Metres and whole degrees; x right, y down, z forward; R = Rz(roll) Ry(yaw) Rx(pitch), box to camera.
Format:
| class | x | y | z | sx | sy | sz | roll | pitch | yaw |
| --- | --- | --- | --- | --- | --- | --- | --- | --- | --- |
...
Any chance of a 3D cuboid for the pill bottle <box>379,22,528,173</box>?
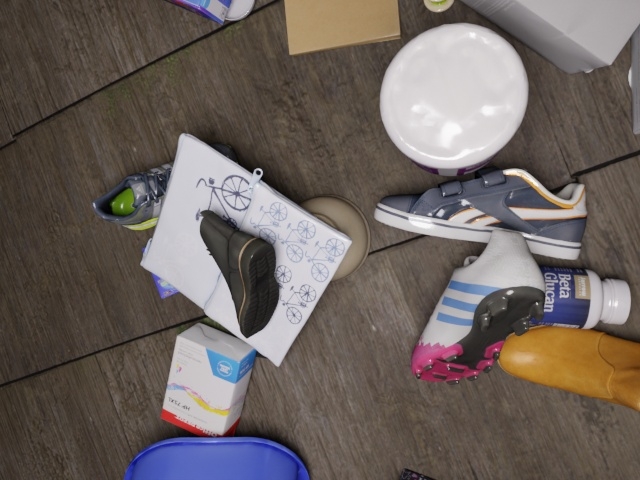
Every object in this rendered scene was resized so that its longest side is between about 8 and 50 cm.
| class | x | y | z | sx | sy | sz | roll | pitch | yaw |
| --- | --- | --- | --- | --- | --- | --- | --- | --- | --- |
| pill bottle | 0.186 | -0.177 | 0.705 | 0.170 | 0.301 | 0.169 | 1 | 95 | 15 |

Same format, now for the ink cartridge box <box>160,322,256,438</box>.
| class | x | y | z | sx | sy | sz | roll | pitch | yaw |
| --- | --- | --- | --- | --- | --- | --- | --- | --- | --- |
| ink cartridge box | -0.218 | 0.291 | 0.956 | 0.134 | 0.078 | 0.230 | 19 | 107 | 13 |

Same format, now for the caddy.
| class | x | y | z | sx | sy | sz | roll | pitch | yaw |
| --- | --- | --- | --- | --- | --- | --- | --- | --- | --- |
| caddy | -0.190 | 0.473 | 0.904 | 0.342 | 0.179 | 0.241 | 2 | 117 | -3 |

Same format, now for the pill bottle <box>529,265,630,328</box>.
| class | x | y | z | sx | sy | sz | roll | pitch | yaw |
| --- | --- | --- | --- | --- | --- | --- | --- | --- | --- |
| pill bottle | 0.379 | 0.088 | 0.780 | 0.170 | 0.094 | 0.094 | 4 | 95 | 13 |

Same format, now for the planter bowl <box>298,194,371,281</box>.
| class | x | y | z | sx | sy | sz | roll | pitch | yaw |
| --- | --- | --- | --- | --- | --- | --- | --- | --- | --- |
| planter bowl | 0.000 | 0.000 | 0.870 | 0.162 | 0.109 | 0.161 | 1 | 95 | 14 |

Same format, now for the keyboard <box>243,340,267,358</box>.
| class | x | y | z | sx | sy | sz | roll | pitch | yaw |
| --- | --- | --- | --- | --- | --- | --- | --- | --- | --- |
| keyboard | -0.117 | 0.137 | 0.958 | 0.108 | 0.023 | 0.180 | 6 | 95 | 9 |

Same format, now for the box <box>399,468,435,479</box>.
| class | x | y | z | sx | sy | sz | roll | pitch | yaw |
| --- | --- | --- | --- | --- | --- | --- | --- | --- | --- |
| box | 0.161 | 0.553 | 0.841 | 0.142 | 0.163 | 0.247 | 16 | 98 | 17 |

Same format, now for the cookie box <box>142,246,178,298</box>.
| class | x | y | z | sx | sy | sz | roll | pitch | yaw |
| --- | --- | --- | --- | --- | --- | --- | --- | --- | --- |
| cookie box | -0.287 | 0.048 | 0.986 | 0.092 | 0.040 | 0.107 | -21 | 89 | 16 |

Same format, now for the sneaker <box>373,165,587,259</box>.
| class | x | y | z | sx | sy | sz | roll | pitch | yaw |
| --- | --- | --- | --- | --- | --- | --- | --- | --- | --- |
| sneaker | 0.252 | -0.060 | 0.791 | 0.322 | 0.126 | 0.127 | 9 | 101 | 4 |

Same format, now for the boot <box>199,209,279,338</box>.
| class | x | y | z | sx | sy | sz | roll | pitch | yaw |
| --- | --- | --- | --- | --- | --- | --- | --- | --- | --- |
| boot | -0.138 | 0.052 | 0.811 | 0.137 | 0.077 | 0.197 | 33 | 130 | 29 |

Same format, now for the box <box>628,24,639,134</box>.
| class | x | y | z | sx | sy | sz | roll | pitch | yaw |
| --- | --- | --- | --- | --- | --- | --- | --- | --- | --- |
| box | 0.550 | -0.252 | 0.695 | 0.182 | 0.119 | 0.180 | -2 | 94 | 15 |

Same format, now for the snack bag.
| class | x | y | z | sx | sy | sz | roll | pitch | yaw |
| --- | --- | --- | --- | --- | --- | --- | --- | --- | --- |
| snack bag | -0.150 | 0.022 | 0.853 | 0.343 | 0.037 | 0.323 | 35 | 124 | 8 |

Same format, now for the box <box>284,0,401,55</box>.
| class | x | y | z | sx | sy | sz | roll | pitch | yaw |
| --- | --- | --- | --- | --- | --- | --- | --- | --- | --- |
| box | 0.034 | -0.421 | 0.873 | 0.202 | 0.021 | 0.164 | -4 | 93 | 15 |

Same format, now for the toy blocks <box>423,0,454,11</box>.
| class | x | y | z | sx | sy | sz | roll | pitch | yaw |
| --- | --- | --- | --- | --- | --- | --- | --- | --- | --- |
| toy blocks | 0.197 | -0.434 | 0.762 | 0.054 | 0.148 | 0.123 | 32 | 101 | 11 |

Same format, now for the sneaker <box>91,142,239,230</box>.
| class | x | y | z | sx | sy | sz | roll | pitch | yaw |
| --- | --- | --- | --- | --- | --- | --- | --- | --- | --- |
| sneaker | -0.288 | -0.094 | 0.934 | 0.300 | 0.121 | 0.111 | -25 | 88 | 16 |

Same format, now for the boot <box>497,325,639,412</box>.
| class | x | y | z | sx | sy | sz | roll | pitch | yaw |
| --- | --- | --- | --- | --- | --- | --- | --- | --- | --- |
| boot | 0.415 | 0.193 | 0.719 | 0.296 | 0.211 | 0.104 | 1 | 94 | 15 |

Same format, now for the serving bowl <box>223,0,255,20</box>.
| class | x | y | z | sx | sy | sz | roll | pitch | yaw |
| --- | --- | --- | --- | --- | --- | --- | --- | --- | --- |
| serving bowl | -0.155 | -0.445 | 0.919 | 0.084 | 0.027 | 0.083 | 1 | 95 | 16 |

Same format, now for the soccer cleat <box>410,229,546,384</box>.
| class | x | y | z | sx | sy | sz | roll | pitch | yaw |
| --- | --- | --- | --- | --- | --- | --- | --- | --- | --- |
| soccer cleat | 0.235 | 0.114 | 0.779 | 0.116 | 0.143 | 0.331 | 11 | 142 | -10 |

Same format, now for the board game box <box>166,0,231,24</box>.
| class | x | y | z | sx | sy | sz | roll | pitch | yaw |
| --- | --- | --- | --- | --- | --- | --- | --- | --- | --- |
| board game box | -0.288 | -0.572 | 0.903 | 0.347 | 0.078 | 0.233 | 29 | 101 | 17 |

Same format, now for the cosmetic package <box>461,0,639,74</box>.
| class | x | y | z | sx | sy | sz | roll | pitch | yaw |
| --- | --- | --- | --- | --- | --- | --- | --- | --- | --- |
| cosmetic package | 0.322 | -0.347 | 0.717 | 0.238 | 0.127 | 0.107 | 28 | 101 | -8 |
